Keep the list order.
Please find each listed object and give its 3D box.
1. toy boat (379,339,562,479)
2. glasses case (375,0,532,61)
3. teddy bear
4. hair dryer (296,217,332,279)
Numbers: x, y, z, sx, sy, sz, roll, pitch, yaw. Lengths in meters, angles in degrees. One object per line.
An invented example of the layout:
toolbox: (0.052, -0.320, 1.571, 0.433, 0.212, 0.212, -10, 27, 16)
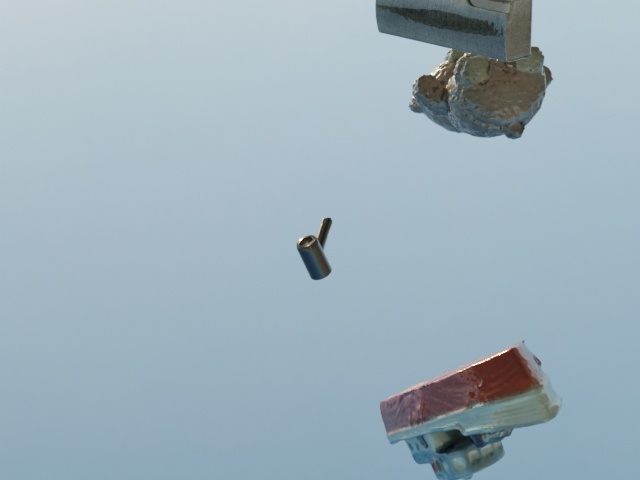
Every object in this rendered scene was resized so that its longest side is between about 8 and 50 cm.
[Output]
toy boat: (0.191, 0.216, 1.464, 0.145, 0.332, 0.133, -20, -98, -23)
glasses case: (0.146, -0.252, 1.352, 0.047, 0.071, 0.205, -20, -151, -35)
teddy bear: (0.260, -0.241, 1.941, 0.236, 0.151, 0.267, -7, -166, -8)
hair dryer: (0.000, 0.000, 1.325, 0.026, 0.047, 0.083, -7, -143, 23)
